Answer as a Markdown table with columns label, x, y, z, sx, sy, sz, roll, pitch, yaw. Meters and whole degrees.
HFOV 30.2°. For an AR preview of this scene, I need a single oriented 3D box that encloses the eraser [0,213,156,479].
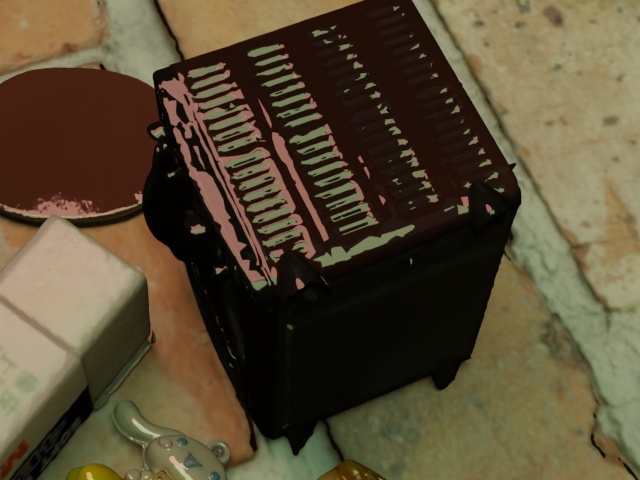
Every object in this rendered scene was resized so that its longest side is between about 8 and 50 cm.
| label | x | y | z | sx | sy | sz | roll | pitch | yaw |
| --- | --- | --- | --- | --- | --- | --- | --- | --- | --- |
| eraser | -0.226 | 0.129 | 0.749 | 0.086 | 0.130 | 0.287 | 34 | 66 | 11 |

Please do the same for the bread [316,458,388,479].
| label | x | y | z | sx | sy | sz | roll | pitch | yaw |
| --- | --- | --- | --- | --- | --- | --- | --- | --- | --- |
| bread | 0.048 | 0.198 | 0.756 | 0.132 | 0.074 | 0.053 | 40 | 58 | 14 |

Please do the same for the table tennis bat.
| label | x | y | z | sx | sy | sz | roll | pitch | yaw |
| --- | --- | --- | --- | --- | --- | --- | --- | --- | --- |
| table tennis bat | -0.232 | -0.074 | 0.910 | 0.246 | 0.022 | 0.138 | 2 | 63 | -4 |

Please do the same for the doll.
| label | x | y | z | sx | sy | sz | roll | pitch | yaw |
| --- | --- | --- | --- | --- | --- | --- | --- | --- | --- |
| doll | -0.098 | 0.173 | 0.775 | 0.135 | 0.071 | 0.113 | 26 | 47 | 3 |

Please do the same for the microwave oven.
| label | x | y | z | sx | sy | sz | roll | pitch | yaw |
| --- | --- | --- | --- | --- | --- | --- | --- | --- | --- |
| microwave oven | 0.000 | -0.002 | 0.760 | 0.188 | 0.247 | 0.178 | -22 | 64 | -14 |
